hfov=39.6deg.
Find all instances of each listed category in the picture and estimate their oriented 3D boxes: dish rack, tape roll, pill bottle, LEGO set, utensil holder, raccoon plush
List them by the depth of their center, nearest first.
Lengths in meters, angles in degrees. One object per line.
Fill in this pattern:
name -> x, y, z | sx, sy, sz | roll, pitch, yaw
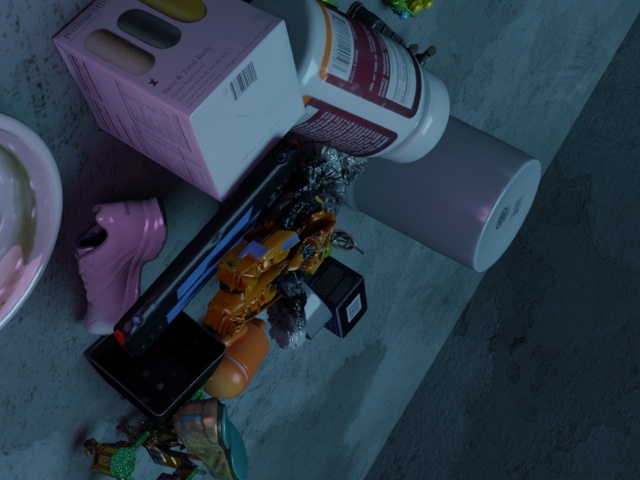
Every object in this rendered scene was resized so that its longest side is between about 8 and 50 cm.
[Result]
pill bottle -> 0.040, -0.274, 1.566 | 0.392, 0.224, 0.224 | 15, 105, -45
raccoon plush -> -0.020, -0.040, 1.811 | 0.299, 0.216, 0.446 | -25, 128, -41
LEGO set -> -0.366, 0.426, 1.862 | 0.331, 0.192, 0.255 | -55, 128, -34
dish rack -> 0.075, -0.348, 1.901 | 0.271, 0.074, 0.208 | -60, 154, 7
tape roll -> -0.078, 0.119, 1.943 | 0.072, 0.219, 0.219 | -47, 154, -10
utensil holder -> 0.292, -0.142, 2.163 | 0.327, 0.385, 0.328 | -43, 150, -31

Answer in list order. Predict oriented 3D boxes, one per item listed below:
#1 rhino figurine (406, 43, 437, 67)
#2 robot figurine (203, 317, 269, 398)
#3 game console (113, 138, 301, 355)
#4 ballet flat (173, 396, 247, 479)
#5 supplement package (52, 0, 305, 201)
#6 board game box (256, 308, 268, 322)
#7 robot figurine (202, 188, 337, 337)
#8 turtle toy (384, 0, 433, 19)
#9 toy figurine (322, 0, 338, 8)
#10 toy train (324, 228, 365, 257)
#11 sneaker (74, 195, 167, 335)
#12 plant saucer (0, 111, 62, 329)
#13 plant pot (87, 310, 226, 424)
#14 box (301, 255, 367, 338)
rhino figurine -> 0.164, -0.354, 2.038 | 0.243, 0.073, 0.106 | -52, -168, -14
robot figurine -> -0.197, 0.258, 1.963 | 0.158, 0.128, 0.219 | -33, -162, 45
game console -> -0.178, 0.023, 1.403 | 0.386, 0.060, 0.342 | -50, -176, -14
ballet flat -> -0.221, 0.403, 1.772 | 0.123, 0.123, 0.348 | -49, 158, -21
supplement package -> -0.195, -0.233, 1.274 | 0.199, 0.262, 0.198 | -50, 154, -20
board game box -> -0.143, 0.166, 2.119 | 0.090, 0.020, 0.090 | -58, 155, -1
robot figurine -> -0.075, 0.034, 1.499 | 0.291, 0.085, 0.211 | -37, 156, -43
turtle toy -> 0.189, -0.518, 1.914 | 0.130, 0.095, 0.066 | -29, 163, -47
toy figurine -> -0.033, -0.495, 1.519 | 0.173, 0.130, 0.159 | 6, 100, -38
toy train -> 0.000, 0.000, 1.937 | 0.105, 0.248, 0.143 | -53, 160, -13
sneaker -> -0.359, 0.040, 1.493 | 0.129, 0.111, 0.297 | 5, 126, -32
plant saucer -> -0.514, -0.001, 1.127 | 0.400, 0.100, 0.400 | -43, 151, -31
plant pot -> -0.314, 0.249, 1.716 | 0.187, 0.188, 0.167 | -45, 164, -30
box -> -0.003, 0.110, 2.098 | 0.108, 0.207, 0.153 | -49, 152, -22
